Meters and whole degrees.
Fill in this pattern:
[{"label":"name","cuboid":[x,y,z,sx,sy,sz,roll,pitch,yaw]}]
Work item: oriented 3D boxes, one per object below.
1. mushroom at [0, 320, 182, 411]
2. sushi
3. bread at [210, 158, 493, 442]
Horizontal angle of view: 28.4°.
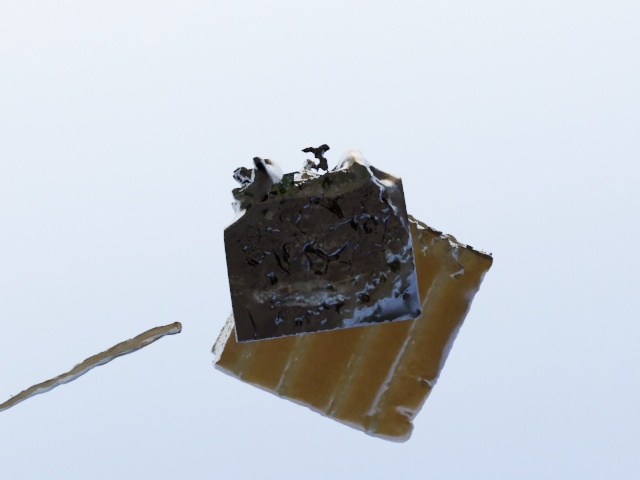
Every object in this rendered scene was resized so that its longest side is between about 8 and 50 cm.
[{"label":"mushroom","cuboid":[-0.244,0.128,1.172,0.286,0.026,0.028,-23,-159,18]},{"label":"sushi","cuboid":[0.000,0.000,0.578,0.083,0.085,0.056,-7,177,3]},{"label":"bread","cuboid":[0.037,0.067,1.373,0.246,0.239,0.111,-66,-170,0]}]
